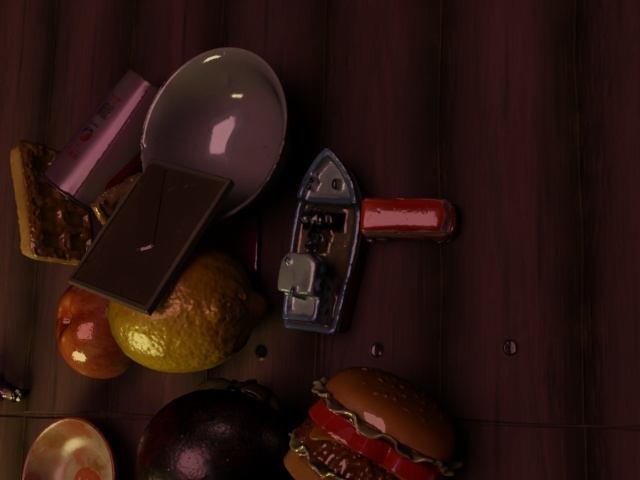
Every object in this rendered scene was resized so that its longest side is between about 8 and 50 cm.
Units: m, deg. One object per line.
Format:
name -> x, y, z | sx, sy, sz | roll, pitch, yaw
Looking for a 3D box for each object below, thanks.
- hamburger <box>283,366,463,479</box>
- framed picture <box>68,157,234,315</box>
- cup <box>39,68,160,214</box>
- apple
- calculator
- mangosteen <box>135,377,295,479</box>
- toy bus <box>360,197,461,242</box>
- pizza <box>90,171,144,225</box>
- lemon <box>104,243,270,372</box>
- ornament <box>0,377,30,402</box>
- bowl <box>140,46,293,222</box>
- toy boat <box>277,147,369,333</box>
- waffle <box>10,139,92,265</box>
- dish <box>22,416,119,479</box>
hamburger -> 0.092, 0.321, 1.605 | 0.274, 0.274, 0.212 | 31, 96, 32
framed picture -> -0.311, -0.015, 1.814 | 0.211, 0.020, 0.289 | 17, 67, 33
cup -> -0.424, -0.202, 2.087 | 0.203, 0.203, 0.288 | 36, 94, 32
apple -> -0.445, 0.170, 2.008 | 0.209, 0.164, 0.209 | -38, 45, 51
calculator -> -0.203, 0.019, 1.985 | 0.190, 0.034, 0.127 | -7, 79, 31
mangosteen -> -0.177, 0.377, 1.741 | 0.300, 0.300, 0.300 | -7, 77, 30
toy bus -> 0.154, -0.039, 1.739 | 0.174, 0.077, 0.079 | 1, 80, 19
pizza -> -0.351, -0.069, 2.001 | 0.080, 0.204, 0.188 | 24, 87, 43
lemon -> -0.253, 0.127, 1.864 | 0.320, 0.245, 0.245 | -4, 77, 13
ornament -> -0.744, 0.334, 2.221 | 0.203, 0.081, 0.088 | -4, 79, 31
bowl -> -0.169, -0.187, 1.931 | 0.345, 0.157, 0.345 | -6, 78, 30
toy boat -> 0.000, 0.000, 1.805 | 0.145, 0.133, 0.332 | 5, 83, 33
waffle -> -0.581, -0.076, 2.156 | 0.057, 0.168, 0.274 | -23, 70, 32
dish -> -0.489, 0.493, 2.033 | 0.260, 0.085, 0.260 | -8, 75, 31
